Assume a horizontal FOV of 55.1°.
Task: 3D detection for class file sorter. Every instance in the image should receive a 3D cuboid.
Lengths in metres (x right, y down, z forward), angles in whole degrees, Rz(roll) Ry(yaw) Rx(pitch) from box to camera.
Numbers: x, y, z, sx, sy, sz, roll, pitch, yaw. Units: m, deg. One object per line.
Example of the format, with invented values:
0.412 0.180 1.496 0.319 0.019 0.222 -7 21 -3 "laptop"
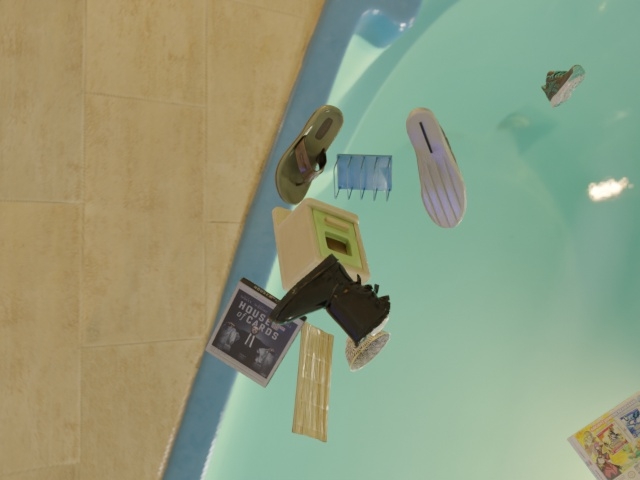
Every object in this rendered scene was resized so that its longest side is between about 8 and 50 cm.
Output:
0.128 -0.186 1.858 0.104 0.171 0.118 -72 162 -56 "file sorter"

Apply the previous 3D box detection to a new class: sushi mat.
-0.017 0.396 1.733 0.151 0.019 0.316 31 55 -43 "sushi mat"

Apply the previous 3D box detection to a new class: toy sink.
0.000 0.000 1.361 0.153 0.131 0.234 20 43 -33 "toy sink"

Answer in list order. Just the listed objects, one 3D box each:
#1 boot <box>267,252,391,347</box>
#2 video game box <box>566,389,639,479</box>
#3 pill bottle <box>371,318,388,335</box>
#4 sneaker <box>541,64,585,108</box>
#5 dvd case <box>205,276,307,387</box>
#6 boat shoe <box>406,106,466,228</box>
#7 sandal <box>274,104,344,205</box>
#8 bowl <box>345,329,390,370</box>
0.014 0.080 0.694 0.099 0.045 0.121 44 58 8 "boot"
0.644 0.432 1.250 0.205 0.048 0.187 -26 67 -15 "video game box"
0.095 0.167 1.546 0.086 0.152 0.086 -36 150 -25 "pill bottle"
0.578 -0.384 1.484 0.065 0.166 0.076 -33 78 -8 "sneaker"
-0.157 0.222 1.457 0.179 0.238 0.029 31 31 4 "dvd case"
0.324 -0.202 1.655 0.119 0.121 0.335 -43 120 -61 "boat shoe"
-0.029 -0.235 1.703 0.120 0.086 0.302 20 105 -34 "sandal"
0.132 0.324 1.933 0.170 0.170 0.080 -28 60 -30 "bowl"
